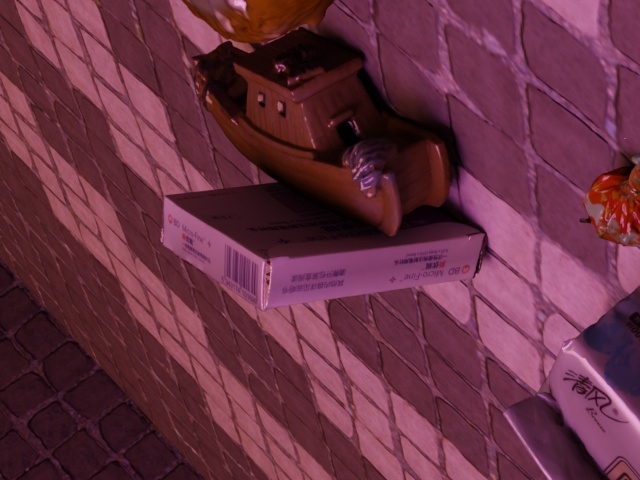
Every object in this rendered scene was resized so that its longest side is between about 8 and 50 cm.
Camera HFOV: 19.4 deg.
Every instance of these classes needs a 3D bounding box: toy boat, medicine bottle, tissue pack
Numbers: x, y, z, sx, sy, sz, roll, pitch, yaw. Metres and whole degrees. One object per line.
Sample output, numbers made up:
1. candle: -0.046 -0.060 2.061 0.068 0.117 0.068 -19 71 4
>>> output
1. toy boat: -0.013 -0.102 1.489 0.321 0.089 0.121 33 148 52
2. medicine bottle: 0.000 0.000 1.473 0.171 0.201 0.052 31 122 53
3. tissue pack: 0.236 0.166 1.252 0.229 0.145 0.159 50 163 14

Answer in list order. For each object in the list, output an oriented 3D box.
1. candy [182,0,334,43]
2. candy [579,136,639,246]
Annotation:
1. candy: -0.077 -0.261 1.319 0.260 0.118 0.260 53 166 20
2. candy: 0.199 -0.053 1.127 0.055 0.049 0.185 20 149 6
